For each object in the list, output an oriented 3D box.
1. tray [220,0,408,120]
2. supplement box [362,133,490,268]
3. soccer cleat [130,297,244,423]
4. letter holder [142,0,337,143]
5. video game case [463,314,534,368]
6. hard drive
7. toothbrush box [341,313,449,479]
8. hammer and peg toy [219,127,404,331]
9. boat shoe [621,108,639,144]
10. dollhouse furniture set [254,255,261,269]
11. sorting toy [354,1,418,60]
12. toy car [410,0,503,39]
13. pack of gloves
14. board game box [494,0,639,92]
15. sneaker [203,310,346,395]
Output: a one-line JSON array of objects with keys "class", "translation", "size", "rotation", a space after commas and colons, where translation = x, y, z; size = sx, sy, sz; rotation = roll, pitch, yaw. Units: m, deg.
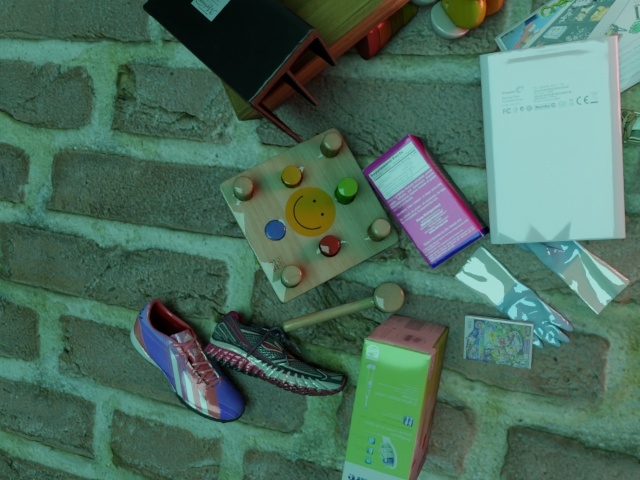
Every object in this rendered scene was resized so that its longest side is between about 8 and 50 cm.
[{"class": "tray", "translation": [-0.051, -0.405, 1.124], "size": [0.411, 0.076, 0.202], "rotation": [-27, 85, 43]}, {"class": "supplement box", "translation": [0.193, -0.073, 1.122], "size": [0.114, 0.111, 0.220], "rotation": [-36, 82, 21]}, {"class": "soccer cleat", "translation": [-0.281, 0.258, 1.326], "size": [0.318, 0.109, 0.116], "rotation": [40, 126, 16]}, {"class": "letter holder", "translation": [-0.117, -0.332, 1.074], "size": [0.152, 0.214, 0.302], "rotation": [-48, 66, 6]}, {"class": "video game case", "translation": [0.326, 0.186, 1.140], "size": [0.122, 0.011, 0.087], "rotation": [5, 105, 24]}, {"class": "hard drive", "translation": [0.382, -0.158, 1.026], "size": [0.210, 0.040, 0.318], "rotation": [-3, 96, 20]}, {"class": "toothbrush box", "translation": [0.140, 0.299, 1.128], "size": [0.122, 0.206, 0.283], "rotation": [13, 99, 19]}, {"class": "hammer and peg toy", "translation": [0.000, 0.000, 1.142], "size": [0.266, 0.127, 0.361], "rotation": [-27, 84, -9]}, {"class": "boat shoe", "translation": [0.528, -0.182, 1.018], "size": [0.153, 0.048, 0.056], "rotation": [24, 103, 17]}, {"class": "dollhouse furniture set", "translation": [-0.087, 0.006, 1.263], "size": [0.152, 0.059, 0.076], "rotation": [-20, 88, 21]}, {"class": "sorting toy", "translation": [0.076, -0.524, 1.142], "size": [0.126, 0.127, 0.365], "rotation": [-21, 88, -4]}, {"class": "toy car", "translation": [0.240, -0.454, 1.062], "size": [0.136, 0.159, 0.182], "rotation": [-34, 83, -20]}, {"class": "pack of gloves", "translation": [0.385, 0.071, 1.099], "size": [0.232, 0.046, 0.195], "rotation": [41, 107, 13]}, {"class": "board game box", "translation": [0.473, -0.340, 1.021], "size": [0.305, 0.053, 0.192], "rotation": [-31, 85, 21]}, {"class": "sneaker", "translation": [-0.087, 0.235, 1.260], "size": [0.299, 0.121, 0.112], "rotation": [20, 72, 10]}]
